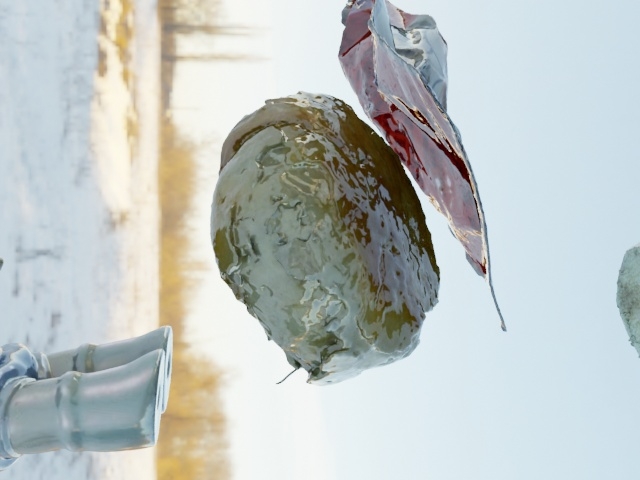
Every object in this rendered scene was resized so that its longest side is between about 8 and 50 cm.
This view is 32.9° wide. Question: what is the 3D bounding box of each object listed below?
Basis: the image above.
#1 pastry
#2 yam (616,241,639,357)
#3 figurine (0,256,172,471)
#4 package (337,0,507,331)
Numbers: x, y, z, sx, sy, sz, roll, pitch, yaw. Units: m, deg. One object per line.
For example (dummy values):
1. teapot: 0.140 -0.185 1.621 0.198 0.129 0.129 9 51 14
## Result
1. pastry: 0.005 -0.003 0.548 0.153 0.081 0.153 26 57 -50
2. yam: 0.453 0.029 1.217 0.154 0.254 0.154 56 -10 15
3. figurine: -0.285 0.096 0.643 0.224 0.381 0.205 -47 143 -70
4. package: 0.059 -0.084 0.701 0.194 0.071 0.269 54 18 -36
